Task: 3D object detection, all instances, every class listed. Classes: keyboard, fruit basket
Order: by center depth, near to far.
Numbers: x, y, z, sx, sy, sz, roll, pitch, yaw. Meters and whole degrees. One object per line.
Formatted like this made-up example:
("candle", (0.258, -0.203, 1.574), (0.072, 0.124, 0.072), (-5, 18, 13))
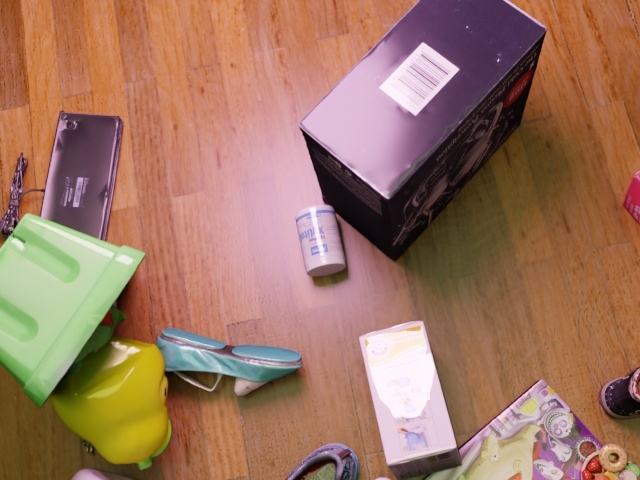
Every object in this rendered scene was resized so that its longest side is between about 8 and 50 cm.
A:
("fruit basket", (-0.336, 0.151, 1.212), (0.392, 0.392, 0.283), (30, 79, 14))
("keyboard", (-0.473, -0.086, 1.448), (0.202, 0.033, 0.317), (5, 73, 1))

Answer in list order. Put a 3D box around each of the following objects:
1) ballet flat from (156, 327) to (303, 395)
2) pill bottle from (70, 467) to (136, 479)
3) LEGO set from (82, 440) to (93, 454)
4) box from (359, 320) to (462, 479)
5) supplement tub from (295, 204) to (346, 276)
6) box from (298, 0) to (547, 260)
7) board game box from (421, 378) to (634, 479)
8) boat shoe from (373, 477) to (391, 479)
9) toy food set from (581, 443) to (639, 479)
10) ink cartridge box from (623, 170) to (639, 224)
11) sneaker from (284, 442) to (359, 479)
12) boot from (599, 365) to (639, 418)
("ballet flat", (-0.150, 0.206, 1.306), (0.247, 0.083, 0.087), (9, 99, 9))
("pill bottle", (-0.327, 0.533, 1.147), (0.210, 0.210, 0.362), (19, 76, 12))
("LEGO set", (-0.352, 0.317, 1.318), (0.083, 0.023, 0.054), (-24, 69, 13))
("box", (0.136, 0.242, 1.213), (0.103, 0.114, 0.203), (-15, 60, 6))
("supplement tub", (0.000, 0.000, 1.346), (0.071, 0.071, 0.107), (-13, 71, 2))
("box", (0.161, -0.183, 1.258), (0.179, 0.312, 0.343), (41, 82, 16))
("board game box", (0.275, 0.398, 1.208), (0.347, 0.056, 0.208), (-39, 77, -6))
("boat shoe", (0.039, 0.425, 1.172), (0.065, 0.083, 0.183), (44, 104, 28))
("toy food set", (0.425, 0.347, 1.173), (0.083, 0.020, 0.082), (-33, 73, -5))
("ink cartridge box", (0.660, -0.023, 1.234), (0.226, 0.131, 0.306), (-30, 67, -4))
("sneaker", (-0.052, 0.404, 1.199), (0.104, 0.125, 0.262), (38, 81, 16))
("boot", (0.540, 0.201, 1.166), (0.237, 0.178, 0.085), (-17, 72, 2))
